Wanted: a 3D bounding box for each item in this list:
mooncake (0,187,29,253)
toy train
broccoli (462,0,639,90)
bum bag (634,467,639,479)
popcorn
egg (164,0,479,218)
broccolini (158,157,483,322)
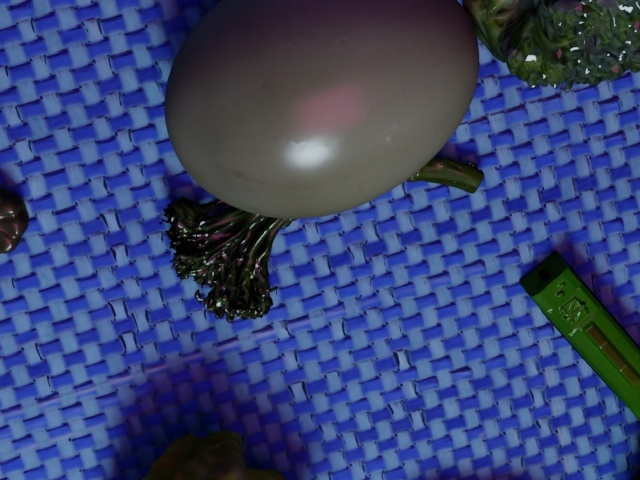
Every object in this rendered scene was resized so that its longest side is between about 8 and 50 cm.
[{"bbox_3d":[-0.400,-0.040,1.427,0.346,0.057,0.150,-9,102,-16],"label":"mooncake"},{"bbox_3d":[0.254,0.099,1.630,0.044,0.042,0.209,-40,115,7],"label":"toy train"},{"bbox_3d":[0.255,-0.270,1.388,0.249,0.302,0.375,5,142,-37],"label":"broccoli"},{"bbox_3d":[0.307,0.276,1.679,0.142,0.079,0.326,-22,129,-47],"label":"bum bag"},{"bbox_3d":[-0.085,0.250,1.543,0.155,0.197,0.197,-45,115,0],"label":"popcorn"},{"bbox_3d":[0.002,-0.113,1.402,0.241,0.186,0.186,-16,116,3],"label":"egg"},{"bbox_3d":[0.008,-0.003,1.532,0.271,0.062,0.123,-13,125,-10],"label":"broccolini"}]
